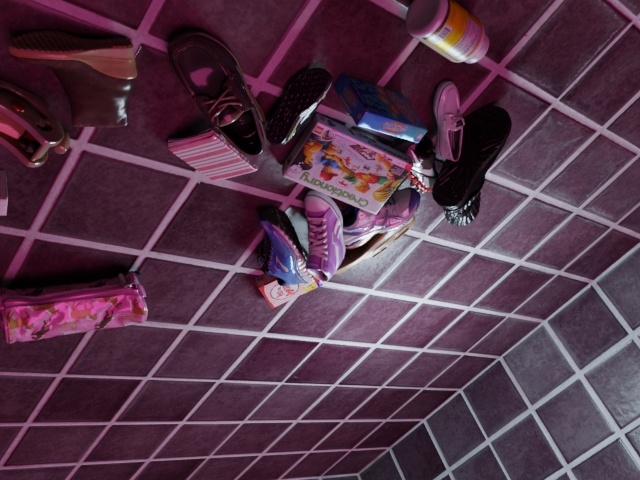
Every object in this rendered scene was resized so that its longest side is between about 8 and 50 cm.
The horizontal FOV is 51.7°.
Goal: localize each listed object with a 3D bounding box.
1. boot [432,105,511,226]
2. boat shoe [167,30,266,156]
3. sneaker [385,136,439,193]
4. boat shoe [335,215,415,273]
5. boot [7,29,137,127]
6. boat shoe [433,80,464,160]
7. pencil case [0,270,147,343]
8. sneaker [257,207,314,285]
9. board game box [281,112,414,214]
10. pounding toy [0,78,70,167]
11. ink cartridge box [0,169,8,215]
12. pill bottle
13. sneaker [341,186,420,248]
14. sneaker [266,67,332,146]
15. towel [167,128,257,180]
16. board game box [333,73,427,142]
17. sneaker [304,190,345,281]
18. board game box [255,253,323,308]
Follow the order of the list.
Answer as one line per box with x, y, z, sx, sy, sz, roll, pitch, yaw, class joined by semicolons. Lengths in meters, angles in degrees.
0.464;-0.218;2.002;0.348;0.131;0.260;-56;155;4;boot
-0.210;-0.320;1.489;0.132;0.130;0.355;-32;143;8;boat shoe
0.294;-0.228;1.927;0.135;0.097;0.276;-39;141;21;sneaker
0.158;0.010;2.123;0.341;0.121;0.110;-34;142;10;boat shoe
-0.504;-0.316;1.354;0.249;0.090;0.206;-6;138;-30;boot
0.366;-0.326;1.822;0.083;0.076;0.226;-26;129;-21;boat shoe
-0.679;0.180;1.814;0.386;0.160;0.167;-8;111;-22;pencil case
-0.128;0.039;1.981;0.147;0.129;0.330;-20;136;3;sneaker
0.074;-0.202;1.795;0.305;0.053;0.193;20;126;-22;board game box
-0.636;-0.214;1.350;0.155;0.154;0.270;-43;140;22;pounding toy
-0.766;-0.105;1.455;0.135;0.099;0.056;-2;138;-28;ink cartridge box
0.310;-0.503;1.580;0.215;0.117;0.117;16;127;-42;pill bottle
0.162;-0.085;2.012;0.296;0.112;0.131;-32;131;9;sneaker
-0.053;-0.331;1.638;0.234;0.084;0.097;-47;171;22;sneaker
-0.264;-0.209;1.634;0.144;0.029;0.197;-8;155;28;towel
0.151;-0.332;1.663;0.210;0.160;0.047;8;132;-38;board game box
0.001;0.000;1.941;0.102;0.161;0.282;3;132;28;sneaker
-0.101;0.136;2.190;0.194;0.045;0.146;-25;144;0;board game box
